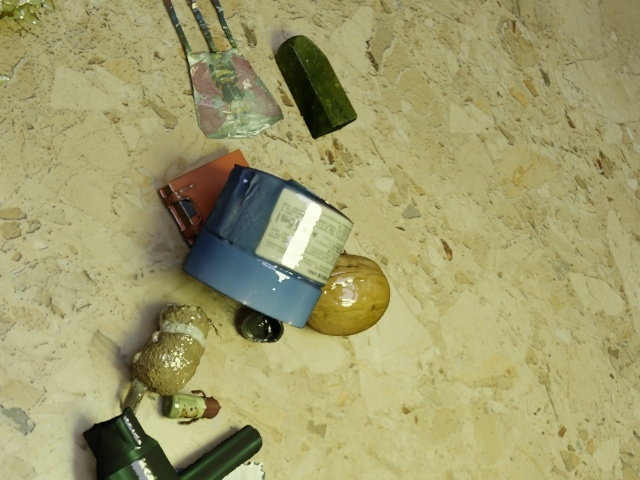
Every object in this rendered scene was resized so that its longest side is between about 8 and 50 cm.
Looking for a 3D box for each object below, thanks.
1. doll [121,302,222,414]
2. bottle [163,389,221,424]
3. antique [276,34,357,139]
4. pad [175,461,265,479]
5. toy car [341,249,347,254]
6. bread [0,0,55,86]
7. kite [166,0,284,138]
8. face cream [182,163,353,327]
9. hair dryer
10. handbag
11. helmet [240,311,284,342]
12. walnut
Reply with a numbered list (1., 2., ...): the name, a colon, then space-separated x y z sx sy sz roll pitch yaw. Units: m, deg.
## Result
1. doll: -0.267 0.203 1.385 0.115 0.105 0.221 29 57 9
2. bottle: -0.225 0.295 1.424 0.101 0.063 0.047 12 39 -32
3. antique: -0.013 -0.340 1.742 0.080 0.081 0.220 -26 90 -37
4. pad: -0.206 0.526 1.385 0.270 0.012 0.268 6 72 -31
5. toy car: 0.000 0.000 1.671 0.122 0.035 0.059 50 59 -12
6. bread: -0.605 -0.432 1.331 0.314 0.192 0.369 -13 95 -41
7. kite: -0.212 -0.380 1.666 0.204 0.022 0.360 -20 90 -35
8. face cream: -0.090 0.008 1.441 0.249 0.249 0.225 29 86 -22
9. hair dryer: -0.232 0.363 1.364 0.302 0.116 0.244 -28 90 -47
10. handbag: -0.205 -0.086 1.554 0.190 0.063 0.127 -33 94 -40
11. helmet: -0.112 0.160 1.539 0.084 0.049 0.065 12 110 -8
12. walnut: 0.039 0.108 1.589 0.207 0.167 0.167 -3 76 -31
